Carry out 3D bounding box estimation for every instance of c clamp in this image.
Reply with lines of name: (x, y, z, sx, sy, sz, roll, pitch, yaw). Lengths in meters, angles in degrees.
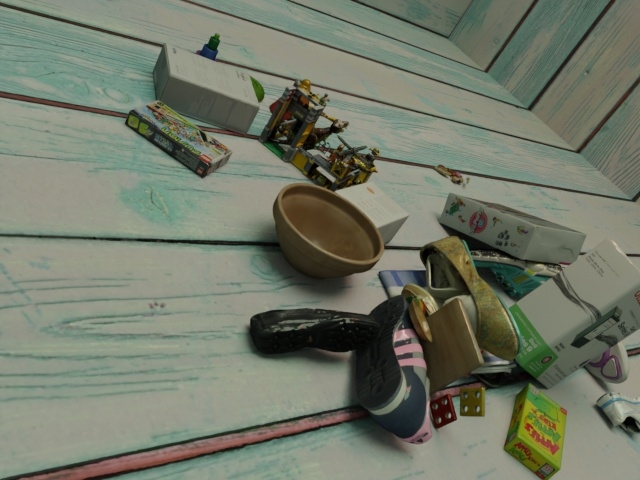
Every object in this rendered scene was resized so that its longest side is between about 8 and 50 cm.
c clamp: (0.332, 0.243, 1.304, 0.161, 0.022, 0.137, 34, 36, 2)

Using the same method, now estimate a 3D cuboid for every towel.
towel: (0.256, 0.164, 1.306, 0.209, 0.034, 0.285, 2, 39, -23)

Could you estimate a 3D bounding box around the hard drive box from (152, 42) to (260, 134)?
hard drive box: (-0.284, -0.375, 1.546, 0.232, 0.089, 0.181, 15, 34, -29)

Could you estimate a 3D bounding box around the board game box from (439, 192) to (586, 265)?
board game box: (0.510, -0.032, 1.680, 0.224, 0.097, 0.303, 8, 15, -36)

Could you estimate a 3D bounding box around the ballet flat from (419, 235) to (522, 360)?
ballet flat: (0.285, 0.114, 1.268, 0.123, 0.123, 0.348, 18, 30, -24)

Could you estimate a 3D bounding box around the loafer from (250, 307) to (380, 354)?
loafer: (-0.008, 0.142, 1.046, 0.223, 0.076, 0.078, 1, 31, -21)

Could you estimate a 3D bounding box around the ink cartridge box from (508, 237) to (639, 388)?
ink cartridge box: (0.528, 0.157, 1.288, 0.211, 0.289, 0.121, 36, 20, -47)

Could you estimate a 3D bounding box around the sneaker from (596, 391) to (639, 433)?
sneaker: (0.707, 0.395, 1.400, 0.191, 0.071, 0.082, 9, 43, -22)

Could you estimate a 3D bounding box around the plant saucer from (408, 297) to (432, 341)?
plant saucer: (0.175, 0.144, 1.114, 0.083, 0.015, 0.083, 58, 16, -28)

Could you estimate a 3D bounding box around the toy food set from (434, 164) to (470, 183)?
toy food set: (0.433, -0.217, 2.068, 0.122, 0.019, 0.078, 28, 29, 7)

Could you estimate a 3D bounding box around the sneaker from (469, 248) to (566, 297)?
sneaker: (0.498, 0.090, 1.598, 0.275, 0.109, 0.107, 17, 12, 6)

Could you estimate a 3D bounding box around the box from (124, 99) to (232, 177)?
box: (-0.305, -0.222, 1.357, 0.207, 0.036, 0.114, 34, 30, 2)

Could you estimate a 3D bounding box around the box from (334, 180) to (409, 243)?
box: (0.101, -0.053, 1.440, 0.130, 0.091, 0.170, 44, 32, 18)

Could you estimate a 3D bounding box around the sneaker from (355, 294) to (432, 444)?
sneaker: (0.135, 0.221, 1.094, 0.131, 0.112, 0.319, 50, 24, -17)

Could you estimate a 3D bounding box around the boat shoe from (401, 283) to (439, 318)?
boat shoe: (0.204, 0.148, 1.232, 0.048, 0.056, 0.153, -16, 57, -34)

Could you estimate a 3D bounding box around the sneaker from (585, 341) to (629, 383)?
sneaker: (0.709, 0.233, 1.576, 0.152, 0.114, 0.305, 19, 33, -21)

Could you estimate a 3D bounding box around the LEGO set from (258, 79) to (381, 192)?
LEGO set: (0.021, -0.275, 1.587, 0.331, 0.192, 0.255, 44, 32, 18)

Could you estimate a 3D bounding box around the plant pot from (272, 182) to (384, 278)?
plant pot: (0.000, 0.000, 1.250, 0.237, 0.109, 0.237, 23, 31, -15)

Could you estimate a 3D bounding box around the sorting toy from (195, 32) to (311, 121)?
sorting toy: (-0.170, -0.457, 1.740, 0.366, 0.126, 0.127, 30, 30, -7)

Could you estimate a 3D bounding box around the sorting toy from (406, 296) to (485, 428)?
sorting toy: (0.233, 0.201, 1.123, 0.046, 0.132, 0.274, 20, 42, -35)

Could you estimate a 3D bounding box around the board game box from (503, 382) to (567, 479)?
board game box: (0.411, 0.357, 1.186, 0.092, 0.043, 0.181, 38, 30, 8)
